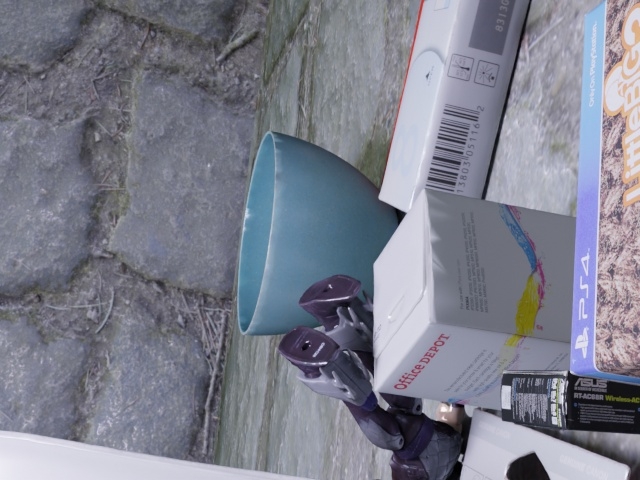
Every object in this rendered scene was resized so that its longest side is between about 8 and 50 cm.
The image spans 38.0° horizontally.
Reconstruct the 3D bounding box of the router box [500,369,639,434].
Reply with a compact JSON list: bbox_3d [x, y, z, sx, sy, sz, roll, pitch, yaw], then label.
[{"bbox_3d":[0.195,0.108,0.617,0.092,0.122,0.038,150,125,-74],"label":"router box"}]

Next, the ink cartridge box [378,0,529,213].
[{"bbox_3d":[0.129,-0.202,1.192,0.385,0.091,0.308,-143,63,-74],"label":"ink cartridge box"}]

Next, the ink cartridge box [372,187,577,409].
[{"bbox_3d":[0.142,0.055,0.757,0.128,0.176,0.127,119,157,-53],"label":"ink cartridge box"}]

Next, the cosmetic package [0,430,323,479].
[{"bbox_3d":[-0.119,0.403,0.740,0.329,0.327,0.394,62,-144,-59],"label":"cosmetic package"}]

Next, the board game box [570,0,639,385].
[{"bbox_3d":[0.257,-0.053,0.435,0.291,0.141,0.232,139,139,-69],"label":"board game box"}]

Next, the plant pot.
[{"bbox_3d":[0.000,0.000,1.335,0.290,0.195,0.290,-173,90,-78],"label":"plant pot"}]

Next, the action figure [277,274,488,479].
[{"bbox_3d":[0.073,0.167,0.862,0.099,0.285,0.185,-8,40,45],"label":"action figure"}]

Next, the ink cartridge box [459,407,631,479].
[{"bbox_3d":[0.170,0.275,0.738,0.275,0.060,0.239,174,112,-77],"label":"ink cartridge box"}]
